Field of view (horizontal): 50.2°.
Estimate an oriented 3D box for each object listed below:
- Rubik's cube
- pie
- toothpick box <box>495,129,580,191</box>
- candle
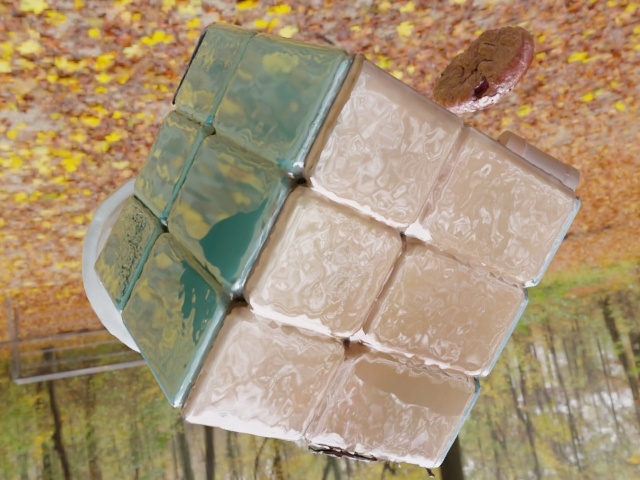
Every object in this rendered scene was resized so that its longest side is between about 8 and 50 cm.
[{"bbox_3d":[0.000,0.000,0.501,0.221,0.224,0.231,22,-173,-35],"label":"Rubik's cube"},{"bbox_3d":[0.220,-0.231,0.929,0.154,0.154,0.036,-18,132,42],"label":"pie"},{"bbox_3d":[0.376,-0.121,1.235,0.149,0.098,0.098,28,165,-4],"label":"toothpick box"},{"bbox_3d":[-0.146,0.020,0.799,0.221,0.221,0.342,-11,-176,7],"label":"candle"}]
